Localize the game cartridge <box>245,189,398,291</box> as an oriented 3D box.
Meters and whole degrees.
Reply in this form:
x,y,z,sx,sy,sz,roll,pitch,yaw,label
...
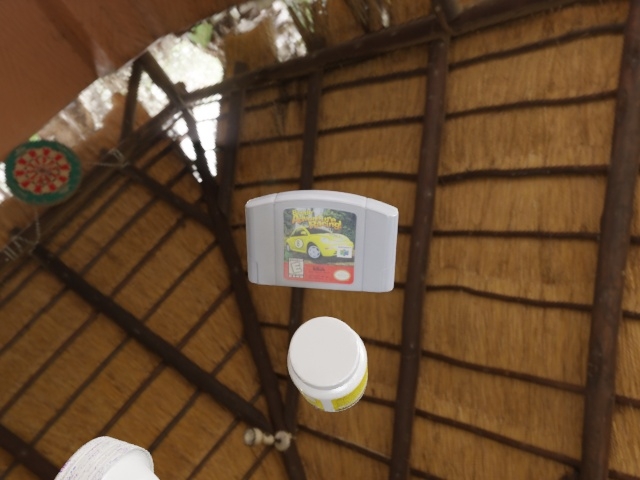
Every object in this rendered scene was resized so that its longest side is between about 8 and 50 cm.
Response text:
x,y,z,sx,sy,sz,roll,pitch,yaw,label
0.000,0.000,1.251,0.294,0.196,0.060,3,-157,6,game cartridge

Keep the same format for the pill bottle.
x,y,z,sx,sy,sz,roll,pitch,yaw,label
0.013,0.192,0.988,0.119,0.208,0.119,-1,-112,4,pill bottle

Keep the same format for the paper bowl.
x,y,z,sx,sy,sz,roll,pitch,yaw,label
-0.413,0.541,1.252,0.148,0.284,0.284,12,-132,15,paper bowl
